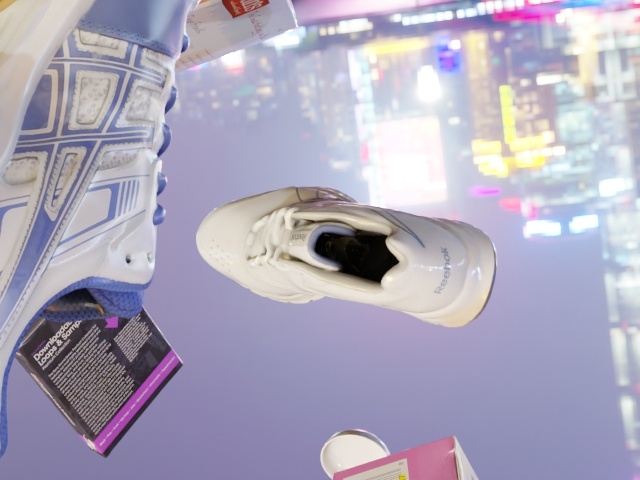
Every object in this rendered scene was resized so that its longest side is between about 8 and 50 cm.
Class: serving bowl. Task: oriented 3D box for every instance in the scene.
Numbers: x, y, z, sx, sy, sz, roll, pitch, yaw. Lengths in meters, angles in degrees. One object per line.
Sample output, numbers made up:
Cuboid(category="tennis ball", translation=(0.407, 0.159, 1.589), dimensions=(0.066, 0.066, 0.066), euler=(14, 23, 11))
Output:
Cuboid(category="serving bowl", translation=(0.044, 0.249, 1.560), dimensions=(0.083, 0.083, 0.027), euler=(-4, -149, 19))

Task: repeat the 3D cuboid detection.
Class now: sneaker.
Cuboid(category="sneaker", translation=(-0.112, -0.033, 0.553), dimensions=(0.112, 0.131, 0.296), euler=(-16, -149, 50))
Cuboid(category="sneaker", translation=(0.000, 0.000, 1.135), dimensions=(0.297, 0.111, 0.129), euler=(5, 173, 40))

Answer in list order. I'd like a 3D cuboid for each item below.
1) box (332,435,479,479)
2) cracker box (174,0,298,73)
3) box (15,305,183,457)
Cuboid(category="box", translation=(0.111, 0.331, 1.135), dimensions=(0.117, 0.243, 0.213), euler=(-20, -143, 14))
Cuboid(category="cracker box", translation=(-0.133, -0.119, 0.747), dimensions=(0.232, 0.067, 0.156), euler=(-19, 178, 1))
Cuboid(category="box", translation=(-0.198, 0.100, 1.193), dimensions=(0.029, 0.162, 0.116), euler=(18, -122, 39))
